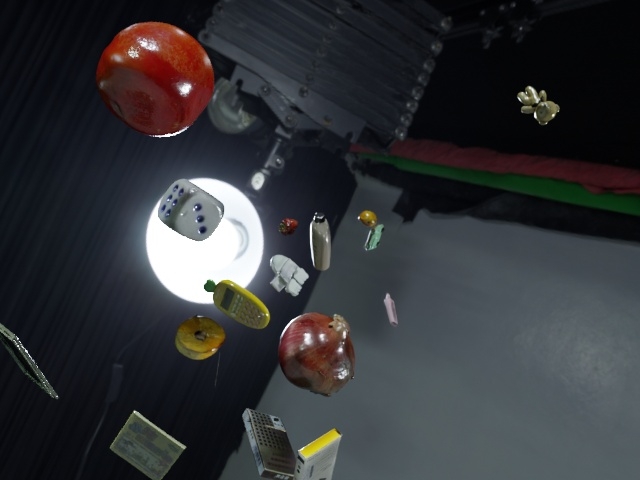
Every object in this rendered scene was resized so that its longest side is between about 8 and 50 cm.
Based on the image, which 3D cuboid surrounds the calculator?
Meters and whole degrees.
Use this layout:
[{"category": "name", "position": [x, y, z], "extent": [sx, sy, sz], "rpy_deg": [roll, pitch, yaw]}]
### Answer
[{"category": "calculator", "position": [-0.259, 0.191, 1.373], "extent": [0.235, 0.032, 0.146], "rpy_deg": [34, -48, 5]}]

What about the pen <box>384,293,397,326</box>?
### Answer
[{"category": "pen", "position": [0.338, 0.326, 2.137], "extent": [0.053, 0.032, 0.197], "rpy_deg": [37, 28, -29]}]

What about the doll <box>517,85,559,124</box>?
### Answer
[{"category": "doll", "position": [0.492, -0.308, 1.015], "extent": [0.051, 0.061, 0.093], "rpy_deg": [32, 24, -39]}]

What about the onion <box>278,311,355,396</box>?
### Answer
[{"category": "onion", "position": [-0.008, 0.470, 1.856], "extent": [0.354, 0.353, 0.353], "rpy_deg": [22, -7, 3]}]

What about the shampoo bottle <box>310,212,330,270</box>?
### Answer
[{"category": "shampoo bottle", "position": [0.000, 0.000, 1.797], "extent": [0.078, 0.256, 0.127], "rpy_deg": [-12, 39, -10]}]

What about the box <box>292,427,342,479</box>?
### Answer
[{"category": "box", "position": [-0.019, 0.610, 1.154], "extent": [0.129, 0.246, 0.033], "rpy_deg": [-12, 32, -43]}]

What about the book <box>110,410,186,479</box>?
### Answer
[{"category": "book", "position": [-0.468, 0.558, 1.200], "extent": [0.168, 0.192, 0.013], "rpy_deg": [36, 27, -1]}]

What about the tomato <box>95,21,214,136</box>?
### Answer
[{"category": "tomato", "position": [-0.490, -0.481, 1.351], "extent": [0.290, 0.293, 0.325], "rpy_deg": [29, -39, -2]}]

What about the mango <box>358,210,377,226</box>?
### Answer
[{"category": "mango", "position": [0.214, -0.099, 1.980], "extent": [0.080, 0.060, 0.114], "rpy_deg": [43, 19, 3]}]

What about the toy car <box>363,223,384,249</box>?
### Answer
[{"category": "toy car", "position": [0.206, -0.015, 1.710], "extent": [0.059, 0.121, 0.035], "rpy_deg": [-17, 44, -35]}]

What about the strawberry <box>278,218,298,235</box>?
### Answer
[{"category": "strawberry", "position": [-0.122, -0.056, 1.801], "extent": [0.083, 0.073, 0.074], "rpy_deg": [-9, 16, -40]}]

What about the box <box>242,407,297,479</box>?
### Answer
[{"category": "box", "position": [-0.197, 0.810, 1.768], "extent": [0.181, 0.047, 0.325], "rpy_deg": [29, 8, -28]}]

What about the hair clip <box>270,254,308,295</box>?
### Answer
[{"category": "hair clip", "position": [-0.106, 0.104, 1.454], "extent": [0.140, 0.054, 0.220], "rpy_deg": [43, 18, -4]}]

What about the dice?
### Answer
[{"category": "dice", "position": [-0.513, -0.119, 1.770], "extent": [0.192, 0.193, 0.194], "rpy_deg": [35, 0, -42]}]

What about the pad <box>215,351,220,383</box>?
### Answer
[{"category": "pad", "position": [-0.546, 0.582, 2.301], "extent": [0.055, 0.322, 0.250], "rpy_deg": [-10, -9, -14]}]

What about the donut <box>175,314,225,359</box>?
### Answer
[{"category": "donut", "position": [-0.461, 0.376, 1.689], "extent": [0.174, 0.074, 0.190], "rpy_deg": [33, 28, 3]}]

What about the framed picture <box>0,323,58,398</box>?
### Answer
[{"category": "framed picture", "position": [-0.984, 0.383, 1.463], "extent": [0.231, 0.018, 0.292], "rpy_deg": [15, -51, 34]}]
